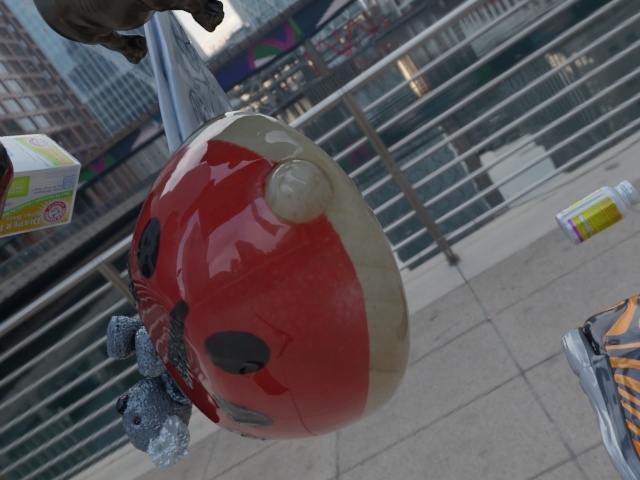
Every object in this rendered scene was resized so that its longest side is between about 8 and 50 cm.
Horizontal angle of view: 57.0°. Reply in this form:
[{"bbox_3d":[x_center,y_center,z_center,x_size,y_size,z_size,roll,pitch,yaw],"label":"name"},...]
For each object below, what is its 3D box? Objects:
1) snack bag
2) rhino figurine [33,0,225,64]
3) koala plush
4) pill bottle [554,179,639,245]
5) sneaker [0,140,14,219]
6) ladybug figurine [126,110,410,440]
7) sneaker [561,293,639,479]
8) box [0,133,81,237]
[{"bbox_3d":[-0.150,-0.150,0.852,0.037,0.322,0.342,-23,-28,6],"label":"snack bag"},{"bbox_3d":[-0.110,-0.188,0.395,0.243,0.073,0.106,-6,-8,42],"label":"rhino figurine"},{"bbox_3d":[-0.263,0.259,1.005,0.196,0.203,0.221,1,77,52],"label":"koala plush"},{"bbox_3d":[0.310,-0.032,0.659,0.083,0.043,0.043,-33,13,15],"label":"pill bottle"},{"bbox_3d":[-0.315,0.041,0.466,0.276,0.098,0.135,-58,-30,-2],"label":"sneaker"},{"bbox_3d":[-0.070,0.065,0.564,0.162,0.305,0.449,-36,-17,-25],"label":"ladybug figurine"},{"bbox_3d":[0.387,0.169,0.608,0.180,0.125,0.321,-42,33,25],"label":"sneaker"},{"bbox_3d":[-0.474,-0.077,0.860,0.203,0.103,0.114,-22,-39,-52],"label":"box"}]
